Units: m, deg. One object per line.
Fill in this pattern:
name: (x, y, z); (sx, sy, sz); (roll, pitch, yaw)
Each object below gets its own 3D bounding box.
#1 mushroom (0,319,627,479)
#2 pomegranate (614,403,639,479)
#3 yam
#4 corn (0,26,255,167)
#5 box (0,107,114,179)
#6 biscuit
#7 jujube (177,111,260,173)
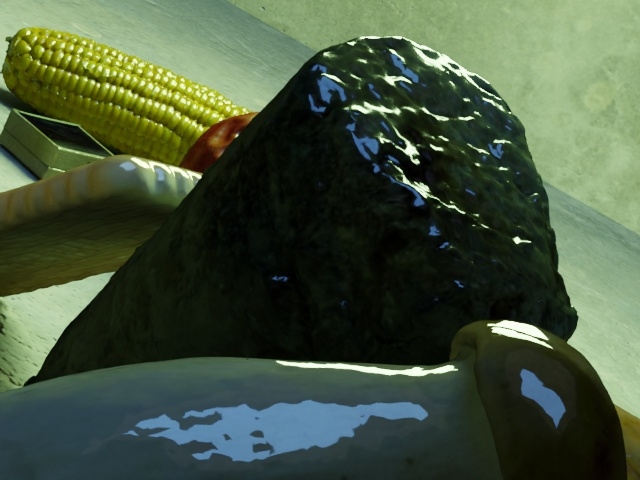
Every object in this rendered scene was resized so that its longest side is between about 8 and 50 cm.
mushroom: (-0.063, 0.109, 0.591); (0.350, 0.128, 0.128); (-15, 21, -4)
pomegranate: (0.077, 0.177, 0.738); (0.248, 0.248, 0.248); (26, 13, -7)
yam: (-0.006, 0.043, 0.893); (0.195, 0.300, 0.195); (23, 45, -26)
corn: (-0.164, -0.121, 1.624); (0.313, 0.102, 0.102); (26, 13, -6)
box: (-0.226, -0.076, 1.472); (0.083, 0.035, 0.079); (37, 16, 37)
biscuit: (-0.162, -0.005, 1.019); (0.249, 0.030, 0.160); (-14, -15, 34)
jujube: (0.000, 0.000, 1.344); (0.250, 0.174, 0.174); (33, 14, 8)
